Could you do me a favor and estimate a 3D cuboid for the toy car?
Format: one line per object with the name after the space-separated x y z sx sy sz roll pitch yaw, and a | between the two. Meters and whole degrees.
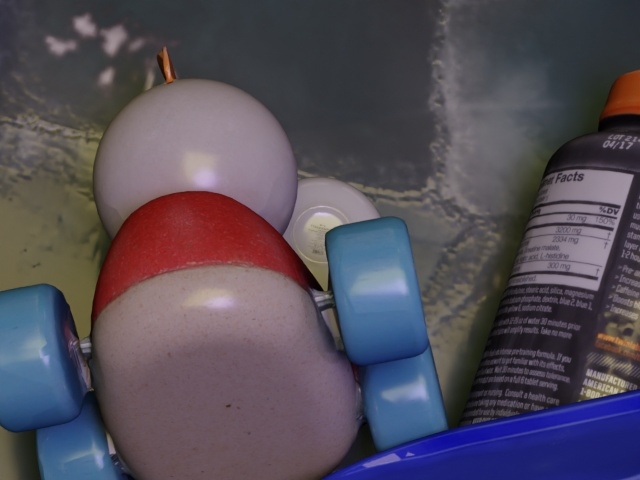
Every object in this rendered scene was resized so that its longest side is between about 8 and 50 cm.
-0.061 0.005 1.017 0.219 0.210 0.238 -11 55 3 | toy car

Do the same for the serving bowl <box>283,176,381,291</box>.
0.000 0.000 1.089 0.083 0.027 0.083 1 76 -6 | serving bowl

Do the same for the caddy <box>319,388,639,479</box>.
0.113 0.197 0.860 0.341 0.241 0.179 -15 102 28 | caddy

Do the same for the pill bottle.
0.172 0.028 1.047 0.130 0.130 0.245 21 74 0 | pill bottle
